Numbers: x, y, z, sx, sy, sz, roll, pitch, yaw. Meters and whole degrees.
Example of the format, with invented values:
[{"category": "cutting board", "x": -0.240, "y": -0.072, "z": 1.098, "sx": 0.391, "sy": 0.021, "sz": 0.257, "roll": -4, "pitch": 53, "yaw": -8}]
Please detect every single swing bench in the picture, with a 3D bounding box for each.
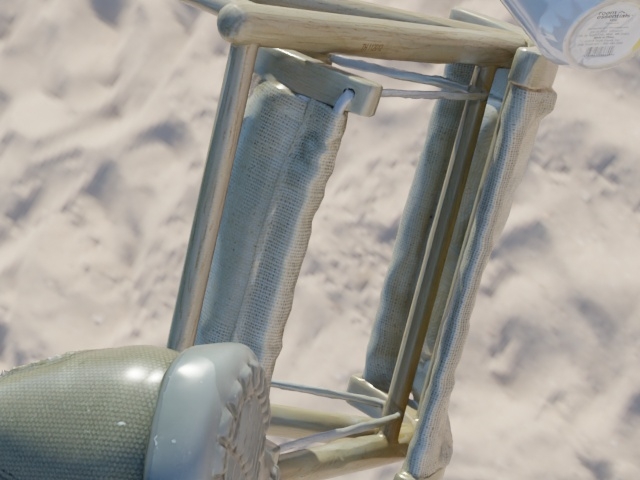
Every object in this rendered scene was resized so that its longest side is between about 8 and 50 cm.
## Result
[{"category": "swing bench", "x": 0.000, "y": 0.000, "z": 0.857, "sx": 0.165, "sy": 0.255, "sz": 0.253, "roll": 33, "pitch": 114, "yaw": 53}]

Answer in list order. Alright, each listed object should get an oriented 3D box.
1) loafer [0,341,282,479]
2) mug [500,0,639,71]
[{"category": "loafer", "x": -0.063, "y": 0.097, "z": 0.538, "sx": 0.087, "sy": 0.251, "sz": 0.094, "roll": 10, "pitch": 59, "yaw": 4}, {"category": "mug", "x": 0.096, "y": -0.098, "z": 0.569, "sx": 0.078, "sy": 0.062, "sz": 0.064, "roll": -32, "pitch": 51, "yaw": 17}]
